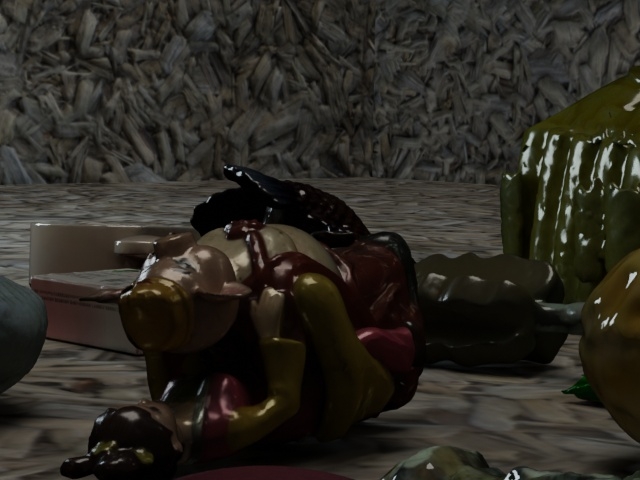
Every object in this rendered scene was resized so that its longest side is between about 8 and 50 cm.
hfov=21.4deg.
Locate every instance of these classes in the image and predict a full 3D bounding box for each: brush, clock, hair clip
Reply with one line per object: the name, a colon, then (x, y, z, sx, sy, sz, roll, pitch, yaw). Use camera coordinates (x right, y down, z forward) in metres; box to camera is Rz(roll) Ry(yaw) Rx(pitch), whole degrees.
brush: (0.152, 0.049, 1.034, 0.301, 0.071, 0.084, 1, 13, 41)
clock: (-0.164, 0.017, 1.408, 0.155, 0.063, 0.229, 2, 2, -20)
hair clip: (-0.017, 0.103, 0.641, 0.137, 0.022, 0.054, 3, 8, 21)

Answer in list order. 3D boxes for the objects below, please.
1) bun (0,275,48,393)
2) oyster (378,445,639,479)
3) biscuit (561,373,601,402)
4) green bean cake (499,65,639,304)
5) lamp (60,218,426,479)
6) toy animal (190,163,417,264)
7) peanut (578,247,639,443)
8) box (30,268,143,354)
bun: (-0.215, 0.046, 0.878, 0.141, 0.083, 0.141, 22, 1, -1)
oyster: (0.067, 0.101, 0.466, 0.199, 0.087, 0.252, 2, -7, 7)
biscuit: (0.183, 0.082, 0.964, 0.089, 0.016, 0.046, -3, 4, -43)
green bean cake: (0.324, -0.037, 1.338, 0.310, 0.202, 0.285, -1, 7, -19)
lamp: (-0.039, 0.047, 0.788, 0.118, 0.118, 0.253, 4, 4, 32)
toy animal: (0.006, 0.002, 1.287, 0.179, 0.116, 0.218, -2, 11, -38)
peanut: (0.218, 0.047, 0.692, 0.147, 0.147, 0.305, 0, 4, -17)
box: (-0.130, 0.047, 1.162, 0.089, 0.043, 0.125, -4, 6, -43)
